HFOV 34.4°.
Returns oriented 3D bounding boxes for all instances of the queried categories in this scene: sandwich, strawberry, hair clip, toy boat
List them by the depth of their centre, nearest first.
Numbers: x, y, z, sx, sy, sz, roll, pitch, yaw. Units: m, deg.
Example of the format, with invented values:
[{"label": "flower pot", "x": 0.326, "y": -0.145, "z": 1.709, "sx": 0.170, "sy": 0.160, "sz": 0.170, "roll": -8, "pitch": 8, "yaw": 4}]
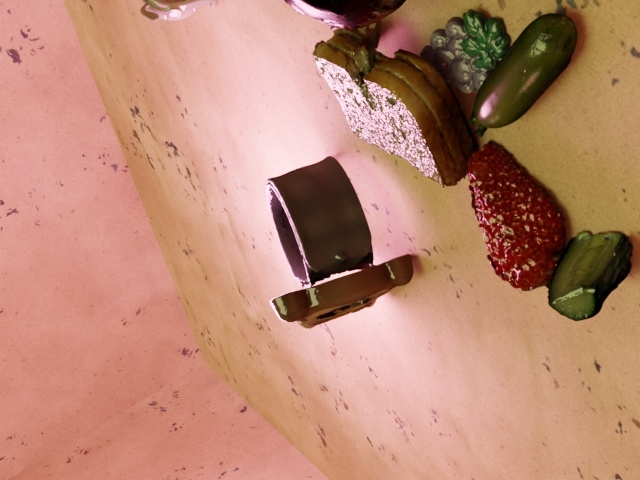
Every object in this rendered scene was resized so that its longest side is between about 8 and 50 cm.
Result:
[{"label": "hair clip", "x": 0.235, "y": -0.294, "z": 1.627, "sx": 0.124, "sy": 0.052, "sz": 0.195, "roll": 52, "pitch": 151, "yaw": -6}, {"label": "strawberry", "x": 0.312, "y": -0.017, "z": 1.707, "sx": 0.286, "sy": 0.106, "sz": 0.188, "roll": 58, "pitch": 157, "yaw": 8}, {"label": "sandwich", "x": 0.127, "y": -0.236, "z": 1.766, "sx": 0.273, "sy": 0.095, "sz": 0.249, "roll": 35, "pitch": 165, "yaw": 43}, {"label": "toy boat", "x": 0.051, "y": -0.370, "z": 1.910, "sx": 0.206, "sy": 0.064, "sz": 0.072, "roll": -8, "pitch": 91, "yaw": 62}]

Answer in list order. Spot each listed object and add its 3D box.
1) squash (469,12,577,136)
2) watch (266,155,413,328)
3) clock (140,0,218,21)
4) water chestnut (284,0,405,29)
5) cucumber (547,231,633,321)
[{"label": "squash", "x": 0.286, "y": -0.230, "z": 1.529, "sx": 0.087, "sy": 0.087, "sz": 0.331, "roll": 57, "pitch": 160, "yaw": 8}, {"label": "watch", "x": 0.000, "y": 0.000, "z": 2.258, "sx": 0.335, "sy": 0.314, "sz": 0.327, "roll": 111, "pitch": 139, "yaw": -77}, {"label": "clock", "x": -0.339, "y": -0.566, "z": 2.349, "sx": 0.151, "sy": 0.191, "sz": 0.062, "roll": 53, "pitch": 157, "yaw": 19}, {"label": "water chestnut", "x": 0.027, "y": -0.468, "z": 1.595, "sx": 0.244, "sy": 0.289, "sz": 0.289, "roll": -94, "pitch": -9, "yaw": -56}, {"label": "cucumber", "x": 0.410, "y": 0.051, "z": 1.545, "sx": 0.115, "sy": 0.193, "sz": 0.086, "roll": -19, "pitch": 103, "yaw": 39}]
